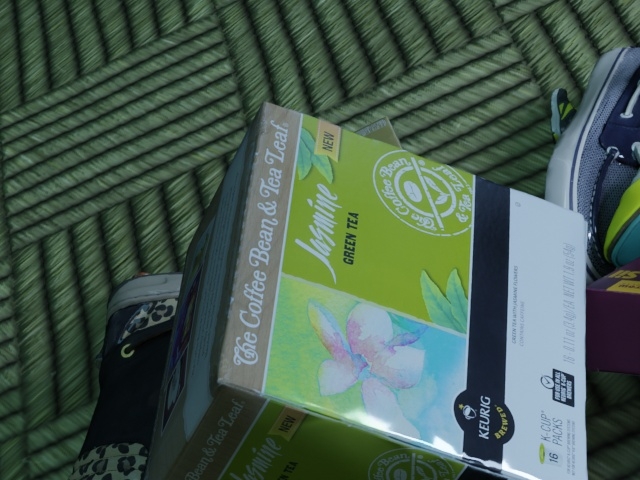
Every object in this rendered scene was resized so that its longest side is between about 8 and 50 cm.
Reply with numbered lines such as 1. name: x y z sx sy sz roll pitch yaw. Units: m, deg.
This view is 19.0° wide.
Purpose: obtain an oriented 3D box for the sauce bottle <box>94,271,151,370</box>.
1. sauce bottle: -0.216 0.092 2.127 0.042 0.042 0.128 -5 41 29

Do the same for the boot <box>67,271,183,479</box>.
1. boot: -0.073 0.159 1.880 0.377 0.138 0.284 -2 48 21

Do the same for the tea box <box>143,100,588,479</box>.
1. tea box: 0.042 0.107 1.637 0.323 0.220 0.329 18 44 -12

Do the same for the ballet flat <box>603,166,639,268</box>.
1. ballet flat: 0.347 -0.070 1.797 0.231 0.077 0.077 -46 45 26

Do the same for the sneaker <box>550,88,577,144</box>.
1. sneaker: 0.272 -0.136 2.099 0.035 0.031 0.083 -3 46 11

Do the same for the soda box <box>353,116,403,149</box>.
1. soda box: 0.080 -0.058 2.098 0.058 0.061 0.181 -25 37 5

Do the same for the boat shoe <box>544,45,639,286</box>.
1. boat shoe: 0.337 -0.092 1.915 0.158 0.127 0.340 -12 38 32

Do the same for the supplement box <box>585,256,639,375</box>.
1. supplement box: 0.329 0.057 1.719 0.104 0.081 0.188 6 19 40
